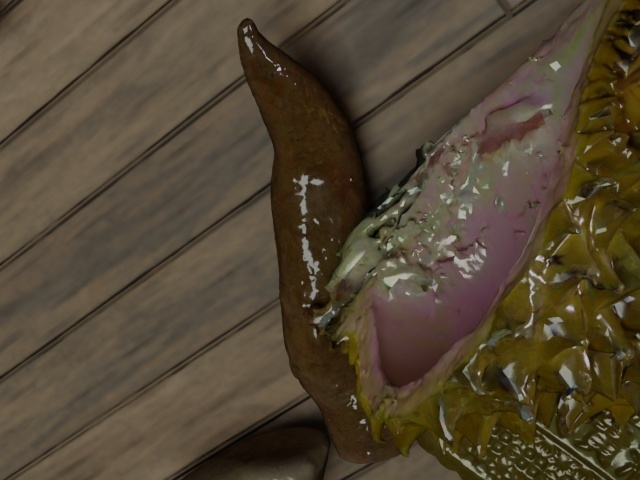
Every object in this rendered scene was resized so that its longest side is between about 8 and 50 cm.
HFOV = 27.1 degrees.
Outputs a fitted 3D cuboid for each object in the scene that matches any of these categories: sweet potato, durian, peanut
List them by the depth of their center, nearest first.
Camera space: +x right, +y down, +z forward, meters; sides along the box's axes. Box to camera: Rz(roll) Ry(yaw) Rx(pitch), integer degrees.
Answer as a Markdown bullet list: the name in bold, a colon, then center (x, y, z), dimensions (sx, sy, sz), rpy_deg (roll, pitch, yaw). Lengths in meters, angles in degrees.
- **durian**: center (0.152, 0.015, 0.676), dimensions (0.195, 0.185, 0.305), rpy_deg (31, 113, -18)
- **sweet potato**: center (0.000, 0.000, 0.791), dimensions (0.067, 0.059, 0.281), rpy_deg (-17, 108, -21)
- **peanut**: center (-0.049, 0.170, 0.864), dimensions (0.076, 0.076, 0.152), rpy_deg (47, 117, -3)

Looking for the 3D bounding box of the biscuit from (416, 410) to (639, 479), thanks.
- **biscuit**: center (0.197, 0.135, 0.794), dimensions (0.254, 0.029, 0.172), rpy_deg (35, 116, 3)
